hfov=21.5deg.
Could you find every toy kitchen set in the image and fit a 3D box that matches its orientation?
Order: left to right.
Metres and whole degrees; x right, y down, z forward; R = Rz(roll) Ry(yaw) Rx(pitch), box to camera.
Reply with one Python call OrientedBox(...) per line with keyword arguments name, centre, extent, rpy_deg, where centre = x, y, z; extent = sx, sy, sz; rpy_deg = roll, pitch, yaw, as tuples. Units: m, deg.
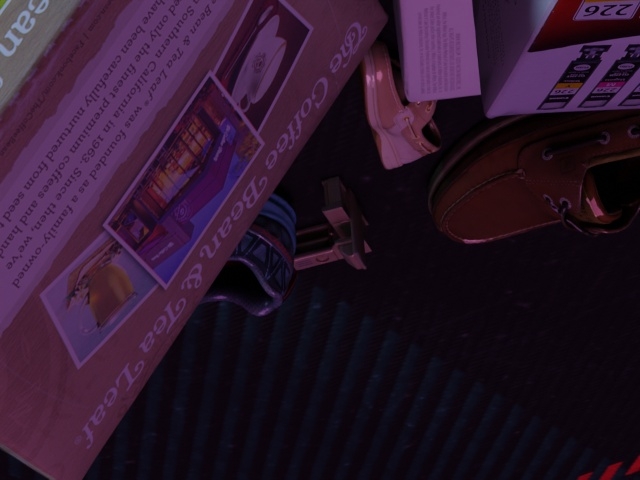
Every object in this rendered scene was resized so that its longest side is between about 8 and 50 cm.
OrientedBox(name="toy kitchen set", centre=(0.000, 0.000, 1.483), extent=(0.075, 0.068, 0.083), rpy_deg=(-14, 147, 14))

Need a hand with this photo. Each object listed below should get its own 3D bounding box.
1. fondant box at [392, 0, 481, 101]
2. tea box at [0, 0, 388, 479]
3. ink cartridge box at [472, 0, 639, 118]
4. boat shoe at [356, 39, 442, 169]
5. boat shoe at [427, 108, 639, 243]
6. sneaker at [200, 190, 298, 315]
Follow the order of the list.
OrientedBox(name="fondant box", centre=(0.210, -0.216, 1.140), extent=(0.330, 0.096, 0.238), rpy_deg=(-6, 149, 2))
OrientedBox(name="tea box", centre=(-0.200, -0.098, 0.923), extent=(0.323, 0.329, 0.220), rpy_deg=(24, 164, 32))
OrientedBox(name="ink cartridge box", centre=(0.251, -0.156, 0.969), extent=(0.309, 0.130, 0.272), rpy_deg=(-3, 166, -6))
OrientedBox(name="boat shoe", centre=(0.064, -0.113, 1.323), extent=(0.059, 0.063, 0.170), rpy_deg=(-12, 158, 6))
OrientedBox(name="boat shoe", centre=(0.213, -0.059, 1.386), extent=(0.307, 0.104, 0.111), rpy_deg=(-31, 141, 35))
OrientedBox(name="sneaker", centre=(-0.143, 0.010, 1.422), extent=(0.262, 0.125, 0.104), rpy_deg=(2, 147, -13))
